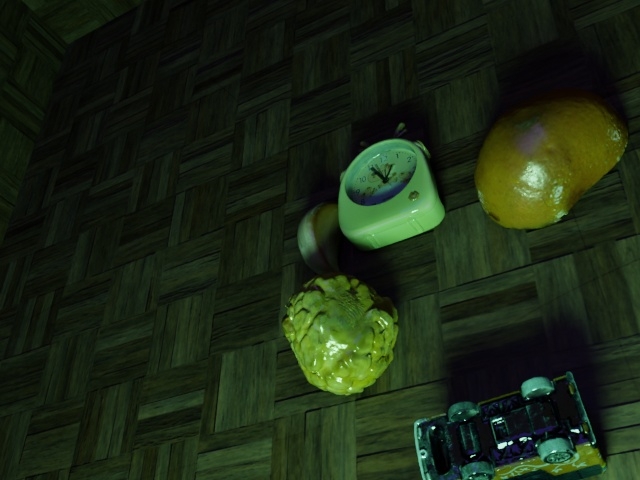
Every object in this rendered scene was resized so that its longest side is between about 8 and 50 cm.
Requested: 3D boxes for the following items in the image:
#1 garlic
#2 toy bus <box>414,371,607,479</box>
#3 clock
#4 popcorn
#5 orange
[{"bbox_3d":[-0.002,0.005,1.771,0.115,0.128,0.206,-33,46,44],"label":"garlic"},{"bbox_3d":[0.308,0.337,1.237,0.275,0.167,0.138,-22,48,16],"label":"toy bus"},{"bbox_3d":[0.159,-0.137,1.757,0.235,0.096,0.307,-21,48,24],"label":"clock"},{"bbox_3d":[0.045,0.179,1.525,0.250,0.190,0.250,1,73,-5],"label":"popcorn"},{"bbox_3d":[0.460,-0.173,1.569,0.274,0.274,0.310,55,128,46],"label":"orange"}]
